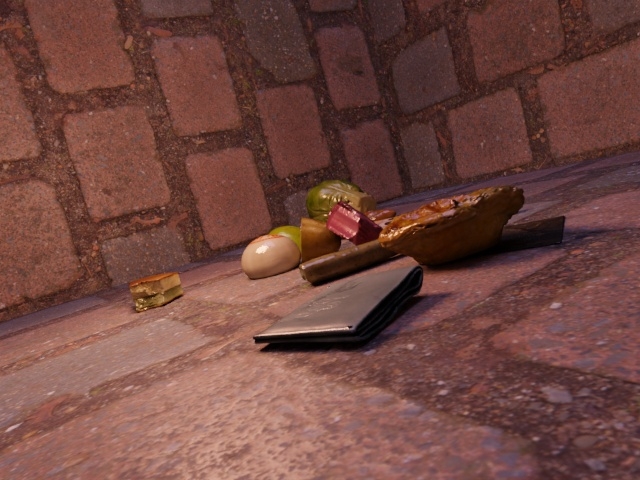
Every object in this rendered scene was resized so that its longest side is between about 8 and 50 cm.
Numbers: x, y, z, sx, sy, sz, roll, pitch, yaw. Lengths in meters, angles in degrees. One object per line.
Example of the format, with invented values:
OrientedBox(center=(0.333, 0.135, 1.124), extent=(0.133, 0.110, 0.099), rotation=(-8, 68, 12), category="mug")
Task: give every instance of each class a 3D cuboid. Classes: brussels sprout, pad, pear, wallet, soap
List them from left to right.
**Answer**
OrientedBox(center=(-0.115, -0.001, 2.341), extent=(0.239, 0.139, 0.288), rotation=(-5, 9, 12), category="pear")
OrientedBox(center=(0.108, -0.171, 2.590), extent=(0.354, 0.289, 0.281), rotation=(4, 30, 35), category="brussels sprout")
OrientedBox(center=(0.043, 0.134, 0.984), extent=(0.251, 0.054, 0.290), rotation=(-15, 9, 40), category="wallet")
OrientedBox(center=(0.131, -0.043, 1.738), extent=(0.182, 0.112, 0.289), rotation=(23, 9, -36), category="soap")
OrientedBox(center=(0.527, -0.012, 1.359), extent=(0.247, 0.007, 0.367), rotation=(-12, 6, 29), category="pad")

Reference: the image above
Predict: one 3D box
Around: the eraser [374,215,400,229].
OrientedBox(center=(0.311, -0.051, 1.870), extent=(0.290, 0.087, 0.171), rotation=(-11, 12, 36), category="eraser")

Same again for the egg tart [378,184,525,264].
OrientedBox(center=(0.326, -0.032, 1.296), extent=(0.351, 0.153, 0.339), rotation=(-20, 5, -28), category="egg tart")

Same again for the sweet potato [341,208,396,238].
OrientedBox(center=(0.181, -0.064, 2.303), extent=(0.385, 0.109, 0.109), rotation=(-19, 3, 34), category="sweet potato")

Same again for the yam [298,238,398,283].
OrientedBox(center=(0.116, 0.047, 1.489), extent=(0.371, 0.083, 0.083), rotation=(-18, 6, -18), category="yam")

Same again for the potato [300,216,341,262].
OrientedBox(center=(0.000, 0.000, 1.887), extent=(0.158, 0.178, 0.203), rotation=(1, -20, -4), category="potato")

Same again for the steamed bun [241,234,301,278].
OrientedBox(center=(-0.193, 0.050, 1.909), extent=(0.232, 0.145, 0.232), rotation=(-15, 6, 2), category="steamed bun")

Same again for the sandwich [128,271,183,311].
OrientedBox(center=(-0.660, 0.197, 1.881), extent=(0.220, 0.108, 0.186), rotation=(-11, 6, 16), category="sandwich")
